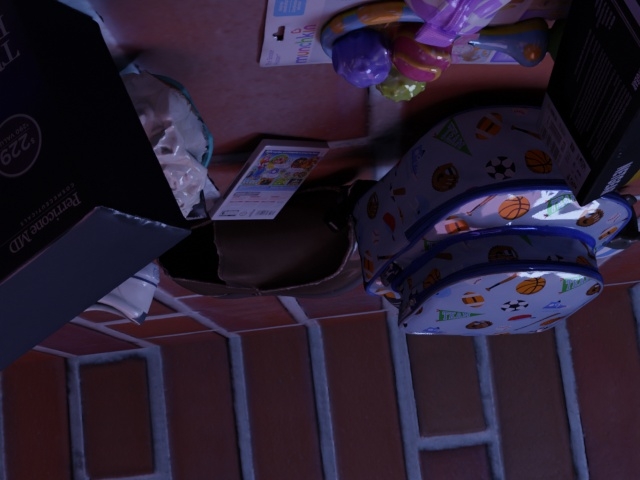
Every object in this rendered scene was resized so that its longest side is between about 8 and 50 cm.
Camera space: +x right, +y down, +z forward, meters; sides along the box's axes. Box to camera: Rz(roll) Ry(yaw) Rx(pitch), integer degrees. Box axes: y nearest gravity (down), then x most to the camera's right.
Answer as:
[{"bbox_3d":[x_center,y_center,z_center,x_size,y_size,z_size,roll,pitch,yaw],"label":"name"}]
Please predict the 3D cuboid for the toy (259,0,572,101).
[{"bbox_3d":[0.077,-0.142,0.775,0.237,0.056,0.137,-5,167,-8],"label":"toy"}]

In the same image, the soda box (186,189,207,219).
[{"bbox_3d":[-0.149,-0.065,1.017,0.053,0.060,0.169,-9,169,-4],"label":"soda box"}]

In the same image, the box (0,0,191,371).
[{"bbox_3d":[-0.241,-0.017,0.681,0.261,0.184,0.103,-35,160,19],"label":"box"}]

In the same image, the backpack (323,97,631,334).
[{"bbox_3d":[0.179,-0.022,1.050,0.276,0.213,0.263,-3,148,-22],"label":"backpack"}]

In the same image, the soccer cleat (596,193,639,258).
[{"bbox_3d":[0.311,-0.013,1.405,0.331,0.116,0.143,3,165,-42],"label":"soccer cleat"}]

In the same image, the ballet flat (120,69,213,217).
[{"bbox_3d":[-0.239,-0.022,0.905,0.147,0.147,0.409,2,167,-36],"label":"ballet flat"}]

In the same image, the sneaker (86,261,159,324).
[{"bbox_3d":[-0.341,0.051,1.309,0.258,0.091,0.094,10,163,-3],"label":"sneaker"}]

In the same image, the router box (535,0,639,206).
[{"bbox_3d":[0.275,-0.139,0.653,0.243,0.081,0.309,-27,168,2],"label":"router box"}]

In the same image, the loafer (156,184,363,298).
[{"bbox_3d":[-0.074,0.015,1.274,0.366,0.134,0.130,-17,165,42],"label":"loafer"}]

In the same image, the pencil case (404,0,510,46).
[{"bbox_3d":[0.114,-0.179,0.527,0.086,0.088,0.206,6,166,-22],"label":"pencil case"}]

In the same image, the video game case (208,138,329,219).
[{"bbox_3d":[-0.055,-0.063,1.075,0.087,0.011,0.122,-2,145,-41],"label":"video game case"}]

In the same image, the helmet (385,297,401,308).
[{"bbox_3d":[0.157,0.032,1.432,0.169,0.169,0.161,-10,-175,15],"label":"helmet"}]
